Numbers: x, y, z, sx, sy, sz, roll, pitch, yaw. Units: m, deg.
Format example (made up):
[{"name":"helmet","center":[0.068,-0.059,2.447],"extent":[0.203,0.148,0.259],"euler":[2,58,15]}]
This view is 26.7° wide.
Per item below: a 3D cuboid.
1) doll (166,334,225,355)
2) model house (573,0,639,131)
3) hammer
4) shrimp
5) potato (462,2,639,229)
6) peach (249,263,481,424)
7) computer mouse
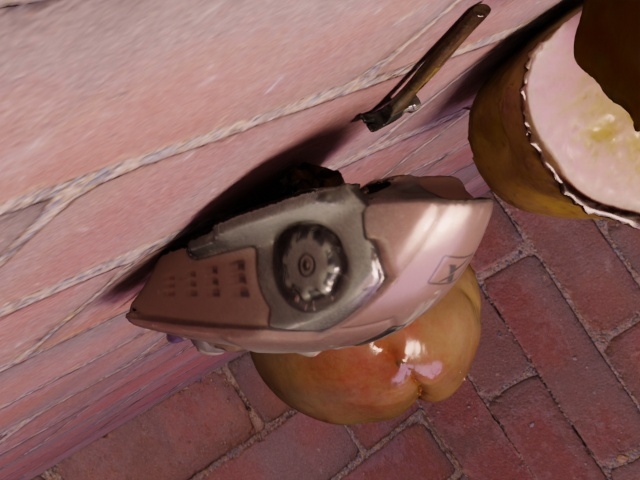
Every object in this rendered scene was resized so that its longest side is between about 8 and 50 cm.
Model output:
[{"name":"doll","center":[-0.119,0.093,1.553],"extent":[0.102,0.075,0.227],"euler":[-22,-177,-20]},{"name":"model house","center":[0.289,-0.173,0.862],"extent":[0.268,0.173,0.239],"euler":[-19,170,-12]},{"name":"hammer","center":[0.078,-0.126,0.993],"extent":[0.062,0.017,0.182],"euler":[-32,173,-26]},{"name":"shrimp","center":[-0.022,-0.032,1.115],"extent":[0.101,0.042,0.190],"euler":[-26,175,-8]},{"name":"potato","center":[0.247,-0.116,1.286],"extent":[0.229,0.229,0.266],"euler":[-33,-170,-11]},{"name":"peach","center":[0.054,0.092,1.623],"extent":[0.292,0.247,0.292],"euler":[-19,-171,3]},{"name":"computer mouse","center":[-0.027,0.042,1.077],"extent":[0.389,0.115,0.199],"euler":[-20,166,37]}]
